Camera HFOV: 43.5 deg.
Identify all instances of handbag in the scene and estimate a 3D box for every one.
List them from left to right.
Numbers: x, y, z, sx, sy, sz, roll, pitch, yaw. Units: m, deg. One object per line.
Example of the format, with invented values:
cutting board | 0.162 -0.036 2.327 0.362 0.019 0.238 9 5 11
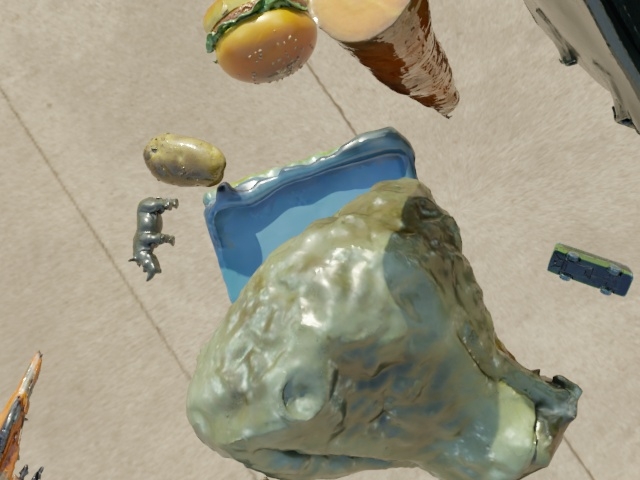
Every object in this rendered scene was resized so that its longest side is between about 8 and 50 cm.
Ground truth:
handbag | 0.202 -0.222 0.657 0.079 0.247 0.260 -36 128 11

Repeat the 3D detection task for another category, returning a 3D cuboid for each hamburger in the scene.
hamburger | -0.118 -0.417 1.652 0.246 0.246 0.170 -21 83 10

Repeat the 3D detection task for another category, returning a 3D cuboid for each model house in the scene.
model house | 0.000 0.000 0.944 0.237 0.303 0.216 -19 98 -4

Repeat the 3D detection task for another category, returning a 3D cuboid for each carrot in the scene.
carrot | 0.054 -0.111 0.474 0.057 0.224 0.057 -2 85 19

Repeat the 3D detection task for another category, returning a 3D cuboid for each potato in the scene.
potato | -0.128 -0.074 0.754 0.083 0.040 0.051 11 137 15

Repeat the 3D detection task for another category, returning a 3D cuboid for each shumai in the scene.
shumai | 0.054 0.096 0.569 0.222 0.260 0.225 44 131 24

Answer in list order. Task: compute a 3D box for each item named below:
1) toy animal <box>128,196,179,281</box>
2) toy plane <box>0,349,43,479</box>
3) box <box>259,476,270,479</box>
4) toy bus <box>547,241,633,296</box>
toy animal | -0.258 -0.003 1.227 0.065 0.047 0.136 0 79 13
toy plane | -0.262 0.181 0.643 0.135 0.062 0.188 19 57 -9
box | -0.085 0.366 0.762 0.071 0.159 0.240 23 59 38
toy bus | 0.281 0.030 0.836 0.083 0.037 0.031 20 114 13
